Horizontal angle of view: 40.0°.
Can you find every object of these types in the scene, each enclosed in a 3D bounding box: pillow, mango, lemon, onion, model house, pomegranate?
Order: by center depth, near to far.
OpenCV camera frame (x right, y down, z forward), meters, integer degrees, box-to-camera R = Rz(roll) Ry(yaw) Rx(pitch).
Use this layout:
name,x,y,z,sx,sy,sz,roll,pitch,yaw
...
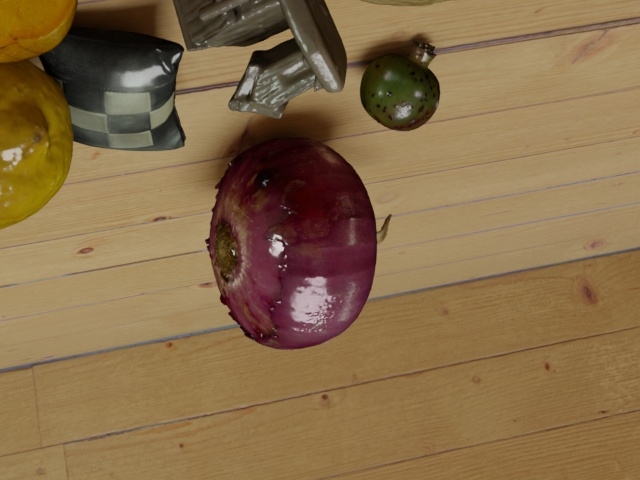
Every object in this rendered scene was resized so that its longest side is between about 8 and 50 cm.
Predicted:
name,x,y,z,sx,sy,sz,roll,pitch,yaw
mango,-0.333,-0.252,0.874,0.187,0.138,0.257,-38,174,-14
model house,-0.077,-0.250,0.988,0.188,0.229,0.122,-18,-169,32
lemon,-0.417,-0.121,1.038,0.288,0.233,0.234,-2,173,39
pillow,-0.265,-0.195,1.133,0.186,0.106,0.250,6,158,-7
pomegranate,0.123,-0.223,1.298,0.130,0.130,0.130,-11,162,-4
onion,-0.027,0.005,1.487,0.345,0.358,0.358,-1,161,-4

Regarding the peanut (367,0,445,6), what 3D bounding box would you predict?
name,x,y,z,sx,sy,sz,roll,pitch,yaw
peanut,0.103,-0.314,0.957,0.197,0.110,0.233,3,-169,-27
